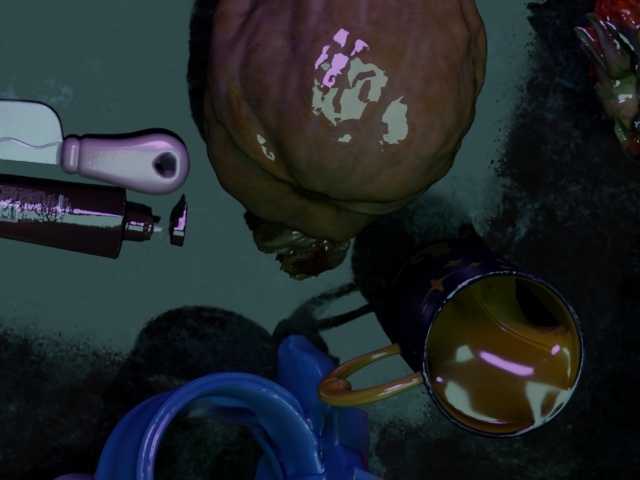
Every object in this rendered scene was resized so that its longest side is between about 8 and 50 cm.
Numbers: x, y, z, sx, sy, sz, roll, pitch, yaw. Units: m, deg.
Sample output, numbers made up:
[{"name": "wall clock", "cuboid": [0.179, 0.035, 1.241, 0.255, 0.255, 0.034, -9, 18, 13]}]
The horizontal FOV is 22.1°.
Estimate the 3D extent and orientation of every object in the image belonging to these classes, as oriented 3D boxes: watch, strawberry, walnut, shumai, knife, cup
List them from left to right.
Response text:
[{"name": "knife", "cuboid": [-0.311, -0.111, 1.820, 0.336, 0.043, 0.081, 9, 94, -7]}, {"name": "watch", "cuboid": [-0.092, 0.237, 1.794, 0.274, 0.241, 0.305, 11, 68, -25]}, {"name": "shumai", "cuboid": [0.004, -0.012, 1.841, 0.139, 0.123, 0.105, -45, 114, -11]}, {"name": "walnut", "cuboid": [0.025, -0.180, 1.705, 0.306, 0.306, 0.344, 12, 63, -9]}, {"name": "cup", "cuboid": [0.128, 0.093, 1.797, 0.255, 0.256, 0.178, 5, 99, -11]}, {"name": "strawberry", "cuboid": [0.414, -0.240, 1.858, 0.306, 0.137, 0.233, -37, 125, -25]}]

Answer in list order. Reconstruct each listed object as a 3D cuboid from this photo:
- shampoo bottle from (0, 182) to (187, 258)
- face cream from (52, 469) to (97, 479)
[{"name": "shampoo bottle", "cuboid": [-0.268, -0.025, 1.828, 0.236, 0.067, 0.068, 8, 109, -9]}, {"name": "face cream", "cuboid": [-0.314, 0.438, 1.902, 0.235, 0.137, 0.420, 26, 108, -13]}]
